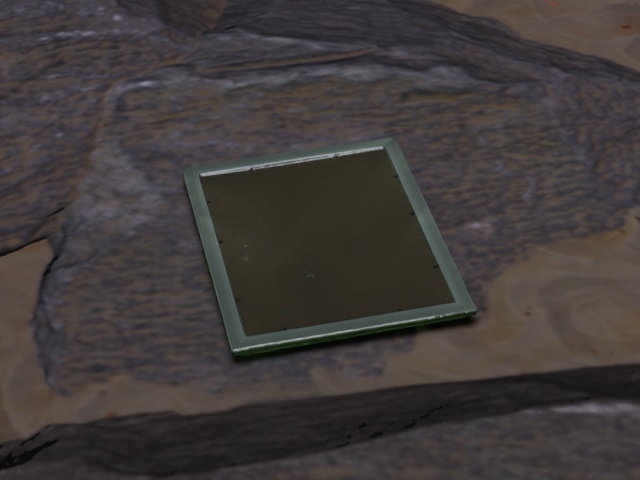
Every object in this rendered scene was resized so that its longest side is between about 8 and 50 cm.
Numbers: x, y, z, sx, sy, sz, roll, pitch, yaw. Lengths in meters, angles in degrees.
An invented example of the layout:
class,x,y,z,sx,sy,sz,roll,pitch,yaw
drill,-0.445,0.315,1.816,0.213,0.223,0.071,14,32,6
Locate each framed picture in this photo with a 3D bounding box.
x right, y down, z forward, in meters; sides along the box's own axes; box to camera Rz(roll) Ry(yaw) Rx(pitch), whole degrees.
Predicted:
class,x,y,z,sx,sy,sz,roll,pitch,yaw
framed picture,0.000,0.000,0.960,0.141,0.011,0.183,-9,38,-9
